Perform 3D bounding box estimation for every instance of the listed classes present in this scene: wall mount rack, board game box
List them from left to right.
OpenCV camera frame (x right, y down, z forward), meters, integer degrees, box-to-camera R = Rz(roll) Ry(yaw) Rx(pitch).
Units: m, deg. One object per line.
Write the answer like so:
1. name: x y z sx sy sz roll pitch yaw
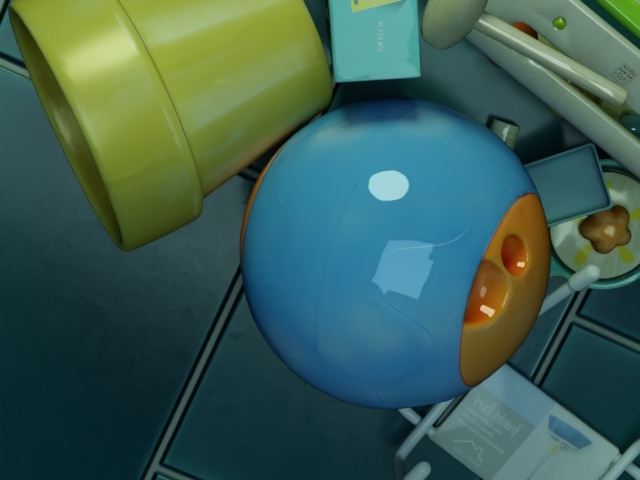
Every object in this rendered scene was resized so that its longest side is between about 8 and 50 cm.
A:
1. board game box: 0.035 -0.325 1.294 0.079 0.254 0.336 -4 102 1
2. wall mount rack: 0.250 0.189 1.481 0.350 0.130 0.304 37 99 -10

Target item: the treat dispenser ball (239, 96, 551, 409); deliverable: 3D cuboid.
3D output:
1. treat dispenser ball: 0.069 0.012 1.331 0.288 0.288 0.288 0 103 -2

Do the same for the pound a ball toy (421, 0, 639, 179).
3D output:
1. pound a ball toy: 0.229 -0.151 1.300 0.319 0.208 0.136 36 133 -10

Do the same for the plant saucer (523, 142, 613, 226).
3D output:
1. plant saucer: 0.194 -0.037 1.438 0.192 0.018 0.067 -18 87 24

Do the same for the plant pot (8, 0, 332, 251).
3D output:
1. plant pot: -0.131 -0.151 1.345 0.239 0.254 0.254 -26 103 -12

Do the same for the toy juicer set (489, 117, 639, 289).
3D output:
1. toy juicer set: 0.282 -0.053 1.449 0.329 0.089 0.209 -4 103 -1
